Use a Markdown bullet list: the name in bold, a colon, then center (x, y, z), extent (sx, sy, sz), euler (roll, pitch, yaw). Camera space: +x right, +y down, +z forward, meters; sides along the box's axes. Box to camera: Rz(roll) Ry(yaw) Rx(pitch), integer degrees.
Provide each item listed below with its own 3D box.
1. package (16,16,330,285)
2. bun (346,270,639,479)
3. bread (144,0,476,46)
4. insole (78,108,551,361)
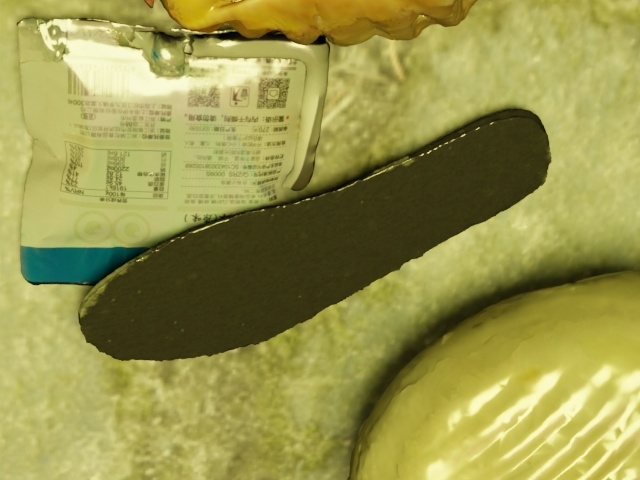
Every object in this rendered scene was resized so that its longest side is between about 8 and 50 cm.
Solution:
- **package**: center (-0.087, -0.043, 0.595), extent (0.171, 0.027, 0.173), euler (1, 124, -15)
- **bun**: center (0.197, 0.172, 0.661), extent (0.362, 0.234, 0.326), euler (21, 107, -4)
- **bread**: center (0.016, -0.201, 0.458), extent (0.274, 0.149, 0.274), euler (-3, 128, -4)
- **insole**: center (0.000, 0.000, 0.630), extent (0.309, 0.012, 0.110), euler (-26, 131, 1)
